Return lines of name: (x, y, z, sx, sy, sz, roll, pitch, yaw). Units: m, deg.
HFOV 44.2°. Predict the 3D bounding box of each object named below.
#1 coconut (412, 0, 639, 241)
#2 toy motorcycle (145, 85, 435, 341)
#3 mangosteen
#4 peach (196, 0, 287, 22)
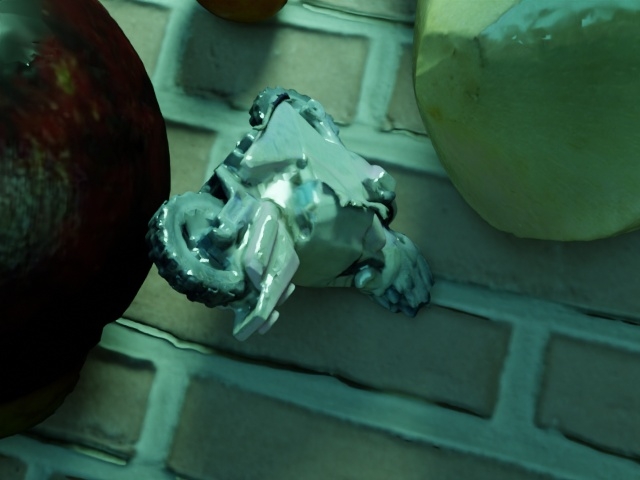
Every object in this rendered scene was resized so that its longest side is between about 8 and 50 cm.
coconut: (0.173, -0.124, 0.521, 0.259, 0.259, 0.259, -2, 78, 10)
toy motorcycle: (0.004, -0.003, 0.560, 0.204, 0.108, 0.239, 40, 53, -9)
mangosteen: (-0.314, -0.033, 0.534, 0.381, 0.381, 0.421, 50, 120, 15)
peach: (-0.071, -0.231, 0.655, 0.101, 0.101, 0.100, -2, 78, 10)
